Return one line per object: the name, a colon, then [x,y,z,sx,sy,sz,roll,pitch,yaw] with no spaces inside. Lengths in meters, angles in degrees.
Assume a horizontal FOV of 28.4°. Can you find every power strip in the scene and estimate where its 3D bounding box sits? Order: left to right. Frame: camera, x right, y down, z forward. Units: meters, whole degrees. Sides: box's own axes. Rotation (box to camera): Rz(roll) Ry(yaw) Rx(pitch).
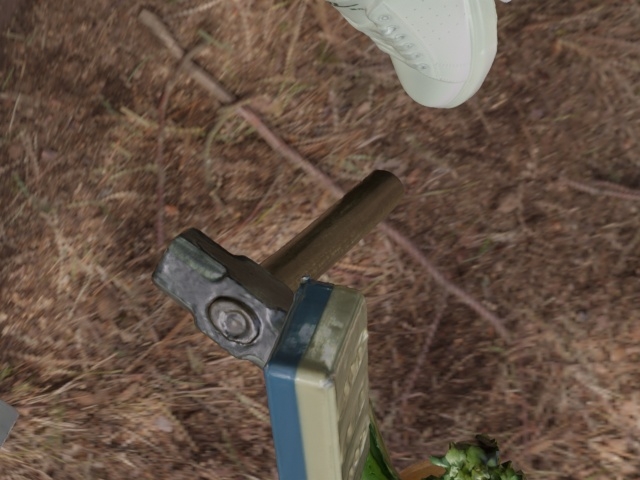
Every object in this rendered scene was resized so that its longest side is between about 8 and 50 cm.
power strip: [0.001,0.079,0.570,0.032,0.123,0.056,10,46,14]

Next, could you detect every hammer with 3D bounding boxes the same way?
hammer: [0.000,0.000,0.905,0.111,0.365,0.043,36,112,6]

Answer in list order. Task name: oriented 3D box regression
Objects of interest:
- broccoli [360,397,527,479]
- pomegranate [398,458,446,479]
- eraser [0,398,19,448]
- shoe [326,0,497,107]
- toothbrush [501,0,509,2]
broccoli: [0.042,0.187,0.812,0.194,0.220,0.194,35,36,-31]
pomegranate: [0.123,0.324,1.210,0.248,0.248,0.248,3,81,-17]
eraser: [-0.289,0.074,0.745,0.212,0.092,0.046,39,36,-14]
shoe: [0.076,-0.242,1.269,0.160,0.363,0.132,-34,54,-18]
toothbrush: [0.163,-0.314,1.114,0.025,0.020,0.286,22,52,-24]
